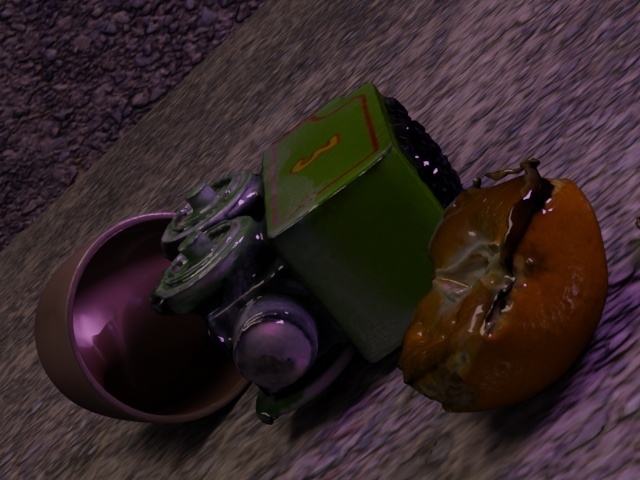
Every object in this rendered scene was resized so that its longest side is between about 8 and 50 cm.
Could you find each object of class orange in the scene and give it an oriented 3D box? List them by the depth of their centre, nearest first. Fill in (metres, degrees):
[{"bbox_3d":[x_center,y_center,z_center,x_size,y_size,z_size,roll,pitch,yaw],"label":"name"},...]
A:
[{"bbox_3d":[0.121,0.035,1.030,0.160,0.112,0.170,-83,14,-48],"label":"orange"}]

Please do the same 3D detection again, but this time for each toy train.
[{"bbox_3d":[0.000,0.000,1.345,0.249,0.173,0.307,-37,16,9],"label":"toy train"}]

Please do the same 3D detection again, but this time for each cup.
[{"bbox_3d":[-0.156,0.055,1.570,0.253,0.191,0.200,-57,14,-18],"label":"cup"}]

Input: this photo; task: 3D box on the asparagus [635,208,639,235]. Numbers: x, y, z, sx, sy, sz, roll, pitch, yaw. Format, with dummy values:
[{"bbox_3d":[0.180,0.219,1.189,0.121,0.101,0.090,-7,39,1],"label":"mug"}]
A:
[{"bbox_3d":[0.263,-0.088,1.121,0.024,0.025,0.248,17,54,25],"label":"asparagus"}]
